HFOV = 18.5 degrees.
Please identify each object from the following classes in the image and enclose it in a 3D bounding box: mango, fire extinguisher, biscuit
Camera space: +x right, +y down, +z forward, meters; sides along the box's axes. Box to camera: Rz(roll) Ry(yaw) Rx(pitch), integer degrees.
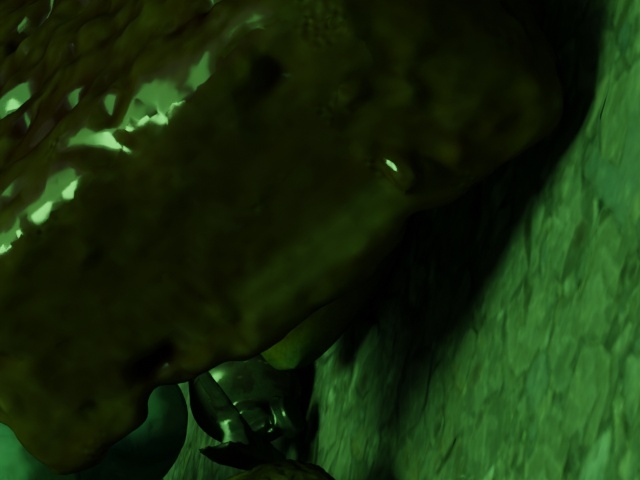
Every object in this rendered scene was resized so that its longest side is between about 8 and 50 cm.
[{"bbox_3d":[-0.001,-0.006,1.149,0.165,0.089,0.115,113,153,-46],"label":"mango"},{"bbox_3d":[-0.063,0.075,1.266,0.075,0.106,0.252,-48,26,24],"label":"fire extinguisher"},{"bbox_3d":[-0.062,-0.110,1.055,0.343,0.166,0.395,-39,30,18],"label":"biscuit"}]

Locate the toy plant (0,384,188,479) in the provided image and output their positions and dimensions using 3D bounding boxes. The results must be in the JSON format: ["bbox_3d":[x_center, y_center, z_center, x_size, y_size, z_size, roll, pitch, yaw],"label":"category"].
[{"bbox_3d":[-0.187,0.186,1.256,0.332,0.247,0.247,103,174,-67],"label":"toy plant"}]

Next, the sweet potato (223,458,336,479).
[{"bbox_3d":[-0.014,0.171,1.047,0.341,0.092,0.114,178,80,-75],"label":"sweet potato"}]
